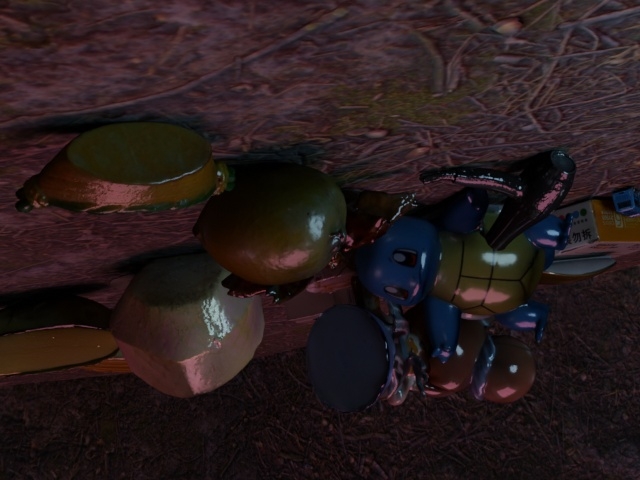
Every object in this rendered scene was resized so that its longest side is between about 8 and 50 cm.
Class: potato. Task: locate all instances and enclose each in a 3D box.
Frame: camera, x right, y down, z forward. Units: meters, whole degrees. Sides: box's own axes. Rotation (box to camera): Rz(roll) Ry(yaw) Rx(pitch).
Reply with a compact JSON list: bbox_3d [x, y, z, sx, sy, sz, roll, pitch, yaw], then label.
[{"bbox_3d":[-0.489,0.153,1.696,0.271,0.111,0.160,-7,145,-10],"label":"potato"}]

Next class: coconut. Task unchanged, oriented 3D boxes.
[{"bbox_3d":[-0.213,0.140,1.589,0.259,0.259,0.259,-10,170,-2],"label":"coconut"}]

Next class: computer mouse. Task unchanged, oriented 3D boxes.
[{"bbox_3d":[0.476,0.061,1.843,0.199,0.045,0.102,-3,171,-23],"label":"computer mouse"}]

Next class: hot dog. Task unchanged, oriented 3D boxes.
[{"bbox_3d":[0.079,0.040,1.789,0.252,0.069,0.131,-13,161,-2],"label":"hot dog"}]

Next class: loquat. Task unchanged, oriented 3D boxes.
[{"bbox_3d":[-0.060,-0.019,1.108,0.195,0.152,0.152,5,177,24],"label":"loquat"}]

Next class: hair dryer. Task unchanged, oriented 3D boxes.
[{"bbox_3d":[0.228,-0.065,1.345,0.219,0.075,0.195,10,141,-21],"label":"hair dryer"}]

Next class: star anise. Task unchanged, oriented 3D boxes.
[{"bbox_3d":[0.000,0.000,1.260,0.288,0.088,0.288,-26,-169,5],"label":"star anise"}]

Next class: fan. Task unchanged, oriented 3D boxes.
[{"bbox_3d":[-0.260,0.077,1.792,0.190,0.009,0.329,-15,169,20],"label":"fan"}]

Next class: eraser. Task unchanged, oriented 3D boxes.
[{"bbox_3d":[0.020,0.146,2.250,0.124,0.081,0.279,-13,170,18],"label":"eraser"}]

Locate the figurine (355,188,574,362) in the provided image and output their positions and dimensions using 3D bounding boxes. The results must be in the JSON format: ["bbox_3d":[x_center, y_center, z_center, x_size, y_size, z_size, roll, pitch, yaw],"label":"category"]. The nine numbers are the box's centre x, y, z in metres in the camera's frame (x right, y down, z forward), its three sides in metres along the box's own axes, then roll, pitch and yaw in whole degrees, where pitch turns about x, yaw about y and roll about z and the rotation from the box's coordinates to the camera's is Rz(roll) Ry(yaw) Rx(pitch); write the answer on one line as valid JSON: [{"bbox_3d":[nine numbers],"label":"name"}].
[{"bbox_3d":[0.269,0.026,1.568,0.416,0.298,0.243,-8,-146,-35],"label":"figurine"}]

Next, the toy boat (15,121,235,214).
[{"bbox_3d":[-0.172,-0.061,0.908,0.229,0.089,0.088,-8,156,-33],"label":"toy boat"}]

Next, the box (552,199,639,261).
[{"bbox_3d":[0.525,-0.012,1.876,0.274,0.091,0.221,-1,167,-40],"label":"box"}]

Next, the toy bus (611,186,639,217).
[{"bbox_3d":[0.555,-0.068,1.725,0.038,0.046,0.083,-16,167,28],"label":"toy bus"}]

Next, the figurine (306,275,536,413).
[{"bbox_3d":[0.188,0.182,1.736,0.248,0.277,0.388,-26,161,38],"label":"figurine"}]

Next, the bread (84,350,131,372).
[{"bbox_3d":[-0.405,0.228,2.112,0.246,0.111,0.239,3,166,-17],"label":"bread"}]
